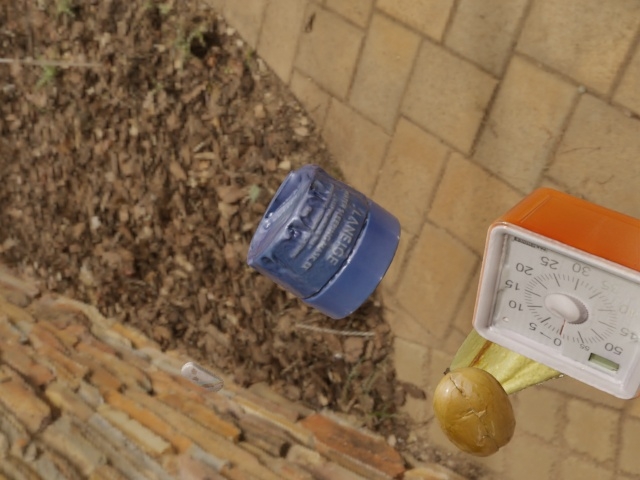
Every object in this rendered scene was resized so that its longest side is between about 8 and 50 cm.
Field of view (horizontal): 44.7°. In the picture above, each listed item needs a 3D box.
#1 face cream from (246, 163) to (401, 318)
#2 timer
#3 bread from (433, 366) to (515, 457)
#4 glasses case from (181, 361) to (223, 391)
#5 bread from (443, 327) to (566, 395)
[{"bbox_3d":[0.000,0.000,1.552,0.249,0.225,0.249,-52,18,24],"label":"face cream"},{"bbox_3d":[0.361,0.082,1.102,0.257,0.161,0.250,23,127,23],"label":"timer"},{"bbox_3d":[0.240,0.268,1.182,0.189,0.114,0.077,54,169,-31],"label":"bread"},{"bbox_3d":[-0.213,0.248,1.408,0.032,0.083,0.021,-43,26,23],"label":"glasses case"},{"bbox_3d":[0.460,0.228,1.614,0.242,0.346,0.405,26,108,0],"label":"bread"}]
